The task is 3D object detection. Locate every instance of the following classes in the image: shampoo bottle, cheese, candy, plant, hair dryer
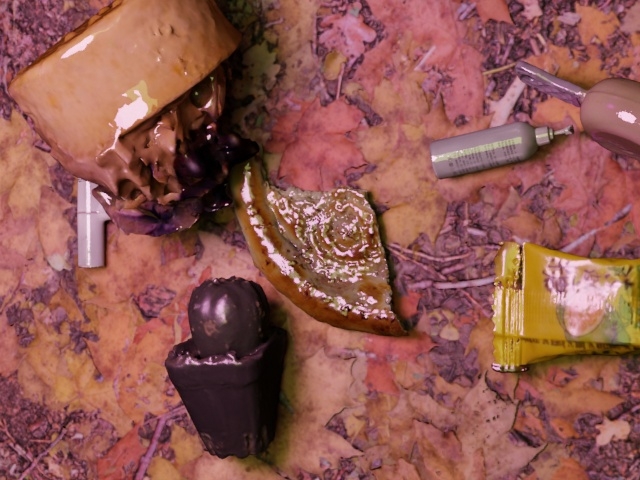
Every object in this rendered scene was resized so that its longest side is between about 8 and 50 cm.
[{"bbox_3d":[0.248,-0.129,1.697,0.195,0.056,0.056,-11,86,17],"label":"shampoo bottle"},{"bbox_3d":[0.379,-0.164,1.609,0.286,0.163,0.082,30,86,24],"label":"cheese"},{"bbox_3d":[0.370,0.095,1.639,0.297,0.081,0.187,1,88,19],"label":"candy"},{"bbox_3d":[-0.130,0.176,1.770,0.142,0.164,0.256,1,101,19],"label":"plant"},{"bbox_3d":[-0.281,-0.035,1.883,0.183,0.044,0.154,1,92,16],"label":"hair dryer"}]

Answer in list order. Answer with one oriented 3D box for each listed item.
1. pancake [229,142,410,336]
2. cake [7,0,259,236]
[{"bbox_3d":[-0.002,0.001,1.781,0.376,0.054,0.197,41,101,13],"label":"pancake"},{"bbox_3d":[-0.226,-0.181,1.746,0.332,0.332,0.321,-29,107,16],"label":"cake"}]
